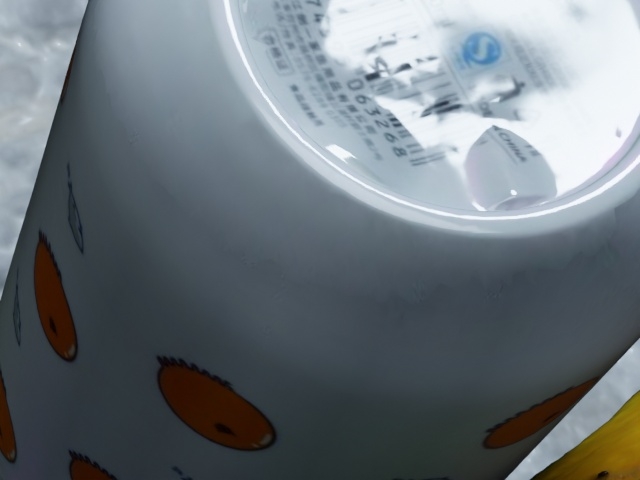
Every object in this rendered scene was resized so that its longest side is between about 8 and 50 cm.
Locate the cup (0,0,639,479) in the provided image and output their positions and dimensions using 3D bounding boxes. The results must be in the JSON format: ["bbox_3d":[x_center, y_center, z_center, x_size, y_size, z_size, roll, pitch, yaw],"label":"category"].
[{"bbox_3d":[0.000,0.000,0.683,0.212,0.317,0.212,6,64,-12],"label":"cup"}]

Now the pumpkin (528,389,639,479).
[{"bbox_3d":[0.179,0.093,0.674,0.254,0.149,0.130,-29,93,18],"label":"pumpkin"}]
